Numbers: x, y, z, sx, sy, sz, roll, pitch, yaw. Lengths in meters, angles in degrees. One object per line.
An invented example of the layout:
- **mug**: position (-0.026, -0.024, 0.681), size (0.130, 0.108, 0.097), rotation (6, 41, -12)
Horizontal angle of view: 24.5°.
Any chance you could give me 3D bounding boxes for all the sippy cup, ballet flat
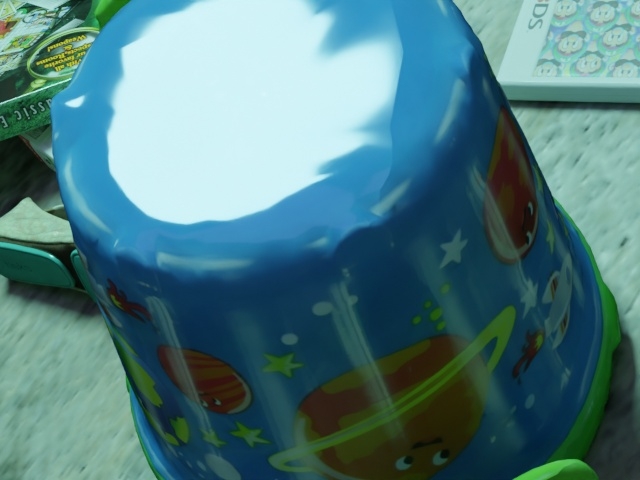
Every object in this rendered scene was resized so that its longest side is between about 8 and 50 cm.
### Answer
- **sippy cup**: position (0.000, 0.000, 0.627), size (0.306, 0.224, 0.240), rotation (15, 62, 24)
- **ballet flat**: position (-0.123, 0.006, 0.823), size (0.168, 0.057, 0.052), rotation (16, 53, 34)

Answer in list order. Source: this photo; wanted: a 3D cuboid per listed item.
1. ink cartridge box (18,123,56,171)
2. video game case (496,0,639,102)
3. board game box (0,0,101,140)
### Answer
- **ink cartridge box**: position (-0.150, -0.072, 0.913), size (0.063, 0.029, 0.115), rotation (-47, 47, -13)
- **video game case**: position (0.187, -0.134, 0.800), size (0.157, 0.019, 0.143), rotation (4, 57, 29)
- **board game box**: position (-0.156, -0.127, 0.922), size (0.260, 0.030, 0.136), rotation (-19, 39, 0)
